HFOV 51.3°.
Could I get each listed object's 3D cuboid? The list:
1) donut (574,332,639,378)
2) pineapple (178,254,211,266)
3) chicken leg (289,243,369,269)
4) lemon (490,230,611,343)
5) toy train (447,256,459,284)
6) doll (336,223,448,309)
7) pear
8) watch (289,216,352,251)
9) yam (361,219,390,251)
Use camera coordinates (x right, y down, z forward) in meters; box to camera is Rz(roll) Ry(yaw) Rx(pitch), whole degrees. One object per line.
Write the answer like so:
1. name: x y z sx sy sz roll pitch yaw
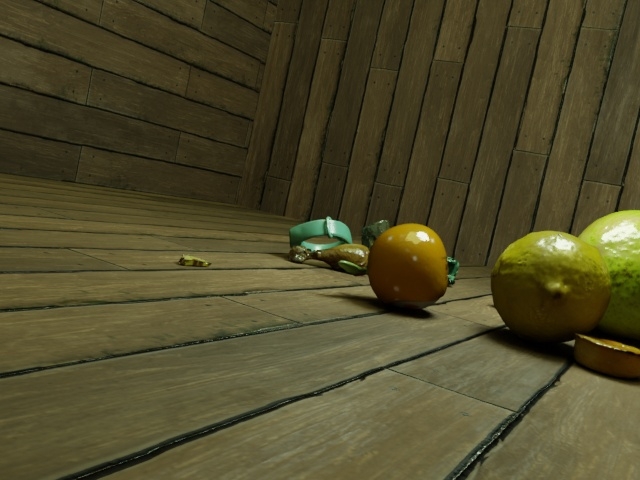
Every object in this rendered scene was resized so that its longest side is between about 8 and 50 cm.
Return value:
1. donut: 0.563 0.225 1.297 0.152 0.058 0.152 13 4 -1
2. pineapple: -0.290 0.047 1.502 0.045 0.019 0.083 22 8 33
3. chicken leg: 0.032 0.046 1.983 0.252 0.087 0.107 5 -5 -10
4. lemon: 0.495 0.102 1.441 0.261 0.260 0.284 15 6 36
5. toy train: 0.346 0.084 2.195 0.155 0.115 0.270 5 -2 43
6. doll: 0.173 0.060 1.530 0.236 0.213 0.213 -1 1 16
7. pear: 0.833 0.097 1.814 0.392 0.390 0.391 12 4 -1
8. watch: 0.000 0.000 2.053 0.195 0.068 0.237 -4 -21 2
9. yam: 0.181 0.029 2.117 0.107 0.183 0.107 -3 0 0
